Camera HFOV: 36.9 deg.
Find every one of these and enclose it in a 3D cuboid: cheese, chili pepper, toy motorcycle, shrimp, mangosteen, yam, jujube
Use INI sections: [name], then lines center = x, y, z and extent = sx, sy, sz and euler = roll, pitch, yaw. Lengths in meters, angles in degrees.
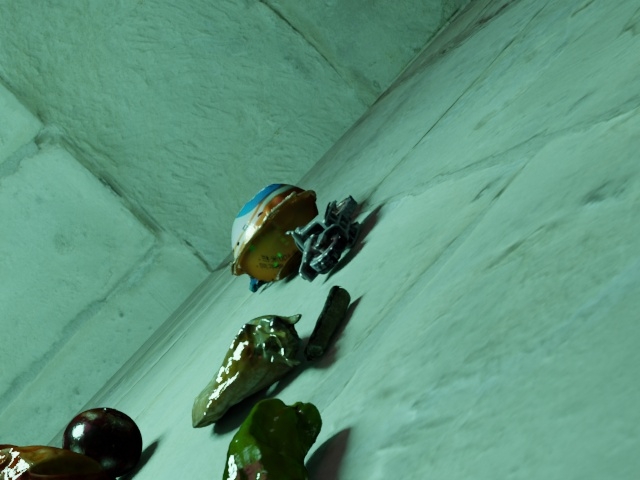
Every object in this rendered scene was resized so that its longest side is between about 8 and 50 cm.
[cheese]
center = -0.087, 0.006, 1.762
extent = 0.217, 0.129, 0.329
euler = -42, -12, -19
[chili pepper]
center = -0.042, 0.182, 0.733
extent = 0.073, 0.072, 0.204
euler = -41, 7, 13
[toy motorcycle]
center = 0.000, 0.000, 1.495
extent = 0.122, 0.080, 0.215
euler = -42, 12, 22
[shrimp]
center = -0.090, 0.158, 1.156
extent = 0.168, 0.077, 0.317
euler = -54, 3, -19
[mangosteen]
center = -0.336, 0.324, 1.458
extent = 0.140, 0.140, 0.140
euler = -44, 7, 7
[yam]
center = 0.009, 0.099, 1.112
extent = 0.027, 0.033, 0.129
euler = -16, 25, 25
[jujube]
center = -0.426, 0.361, 1.247
extent = 0.342, 0.216, 0.216
euler = -15, 21, 26
